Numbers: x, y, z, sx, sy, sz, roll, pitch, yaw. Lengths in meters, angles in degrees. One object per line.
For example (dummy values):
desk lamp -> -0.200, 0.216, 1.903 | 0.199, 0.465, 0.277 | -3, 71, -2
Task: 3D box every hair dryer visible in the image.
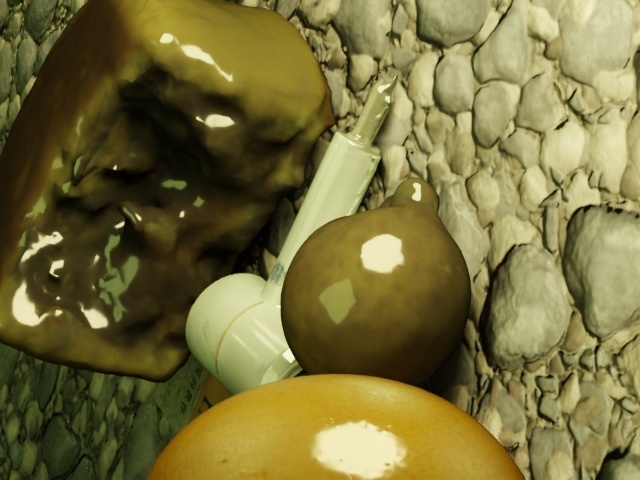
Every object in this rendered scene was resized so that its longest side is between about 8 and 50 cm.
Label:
hair dryer -> 0.000, 0.000, 1.883 | 0.173, 0.107, 0.357 | 37, 108, 50

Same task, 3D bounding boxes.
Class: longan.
longan -> 0.052, 0.040, 1.731 | 0.185, 0.159, 0.204 | 16, 81, 57

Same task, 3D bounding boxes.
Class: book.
book -> -0.126, 0.170, 2.097 | 0.172, 0.012, 0.118 | 50, 125, 48

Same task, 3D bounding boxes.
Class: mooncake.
mooncake -> -0.169, -0.067, 1.997 | 0.394, 0.246, 0.393 | -24, 55, 52

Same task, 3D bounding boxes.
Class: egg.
egg -> 0.013, 0.251, 1.610 | 0.351, 0.282, 0.283 | 3, 86, 24
